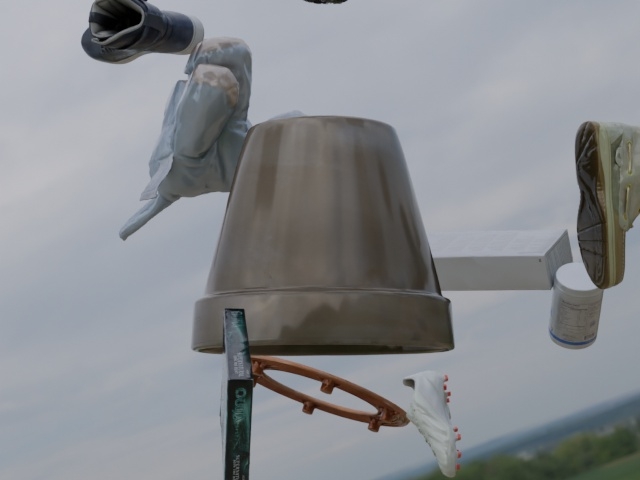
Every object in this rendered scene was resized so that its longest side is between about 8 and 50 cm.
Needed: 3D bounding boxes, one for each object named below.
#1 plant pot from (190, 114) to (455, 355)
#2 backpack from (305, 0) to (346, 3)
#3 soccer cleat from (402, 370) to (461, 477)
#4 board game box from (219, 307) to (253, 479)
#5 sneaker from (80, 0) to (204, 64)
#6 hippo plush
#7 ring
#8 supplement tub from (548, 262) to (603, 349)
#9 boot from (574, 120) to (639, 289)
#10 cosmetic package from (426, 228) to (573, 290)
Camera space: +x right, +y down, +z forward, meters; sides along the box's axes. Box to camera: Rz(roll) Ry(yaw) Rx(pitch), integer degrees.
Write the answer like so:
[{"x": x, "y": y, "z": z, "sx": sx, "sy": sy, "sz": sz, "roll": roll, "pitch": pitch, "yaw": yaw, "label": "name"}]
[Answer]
[{"x": 0.000, "y": 0.000, "z": 1.765, "sx": 0.323, "sy": 0.280, "sz": 0.323, "roll": -1, "pitch": -7, "yaw": 0, "label": "plant pot"}, {"x": -0.014, "y": -0.373, "z": 1.761, "sx": 0.117, "sy": 0.158, "sz": 0.173, "roll": 10, "pitch": 11, "yaw": 18, "label": "backpack"}, {"x": 0.178, "y": 0.295, "z": 2.277, "sx": 0.076, "sy": 0.196, "sz": 0.068, "roll": -5, "pitch": -41, "yaw": -4, "label": "soccer cleat"}, {"x": -0.086, "y": 0.160, "z": 1.443, "sx": 0.026, "sy": 0.126, "sz": 0.186, "roll": 1, "pitch": 19, "yaw": -6, "label": "board game box"}, {"x": -0.309, "y": -0.314, "z": 2.105, "sx": 0.226, "sy": 0.086, "sz": 0.163, "roll": -1, "pitch": -2, "yaw": 36, "label": "sneaker"}, {"x": -0.097, "y": -0.127, "z": 1.950, "sx": 0.237, "sy": 0.294, "sz": 0.234, "roll": 23, "pitch": -36, "yaw": -13, "label": "hippo plush"}, {"x": -0.003, "y": 0.277, "z": 2.535, "sx": 0.337, "sy": 0.032, "sz": 0.336, "roll": 19, "pitch": -16, "yaw": 6, "label": "ring"}, {"x": 0.357, "y": 0.092, "z": 1.993, "sx": 0.071, "sy": 0.071, "sz": 0.107, "roll": -16, "pitch": -53, "yaw": -22, "label": "supplement tub"}, {"x": 0.410, "y": -0.049, "z": 1.811, "sx": 0.165, "sy": 0.213, "sz": 0.077, "roll": -4, "pitch": 2, "yaw": -21, "label": "boot"}, {"x": 0.236, "y": 0.030, "z": 2.074, "sx": 0.239, "sy": 0.060, "sz": 0.099, "roll": -1, "pitch": 21, "yaw": 32, "label": "cosmetic package"}]
